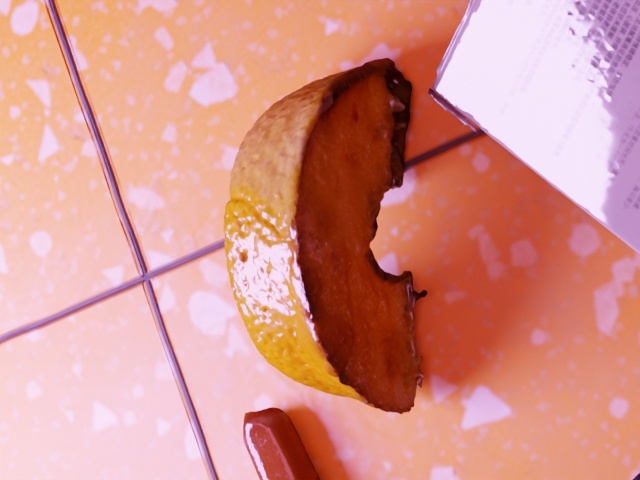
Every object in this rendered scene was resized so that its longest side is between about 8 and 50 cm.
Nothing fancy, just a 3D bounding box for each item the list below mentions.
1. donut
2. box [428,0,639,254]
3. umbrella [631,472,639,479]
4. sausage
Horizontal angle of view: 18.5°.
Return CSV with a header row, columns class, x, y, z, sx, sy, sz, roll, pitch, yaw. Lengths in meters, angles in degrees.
class,x,y,z,sx,sy,sz,roll,pitch,yaw
donut,-0.002,-0.005,1.395,0.101,0.152,0.259,0,89,32
box,0.242,-0.101,1.270,0.299,0.106,0.200,39,131,18
umbrella,0.183,0.229,1.353,0.326,0.094,0.090,-34,122,20
sausage,-0.020,0.184,1.469,0.041,0.039,0.131,-31,80,24
